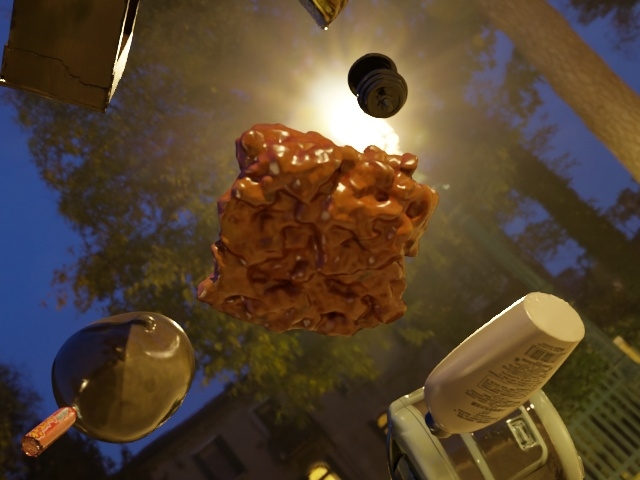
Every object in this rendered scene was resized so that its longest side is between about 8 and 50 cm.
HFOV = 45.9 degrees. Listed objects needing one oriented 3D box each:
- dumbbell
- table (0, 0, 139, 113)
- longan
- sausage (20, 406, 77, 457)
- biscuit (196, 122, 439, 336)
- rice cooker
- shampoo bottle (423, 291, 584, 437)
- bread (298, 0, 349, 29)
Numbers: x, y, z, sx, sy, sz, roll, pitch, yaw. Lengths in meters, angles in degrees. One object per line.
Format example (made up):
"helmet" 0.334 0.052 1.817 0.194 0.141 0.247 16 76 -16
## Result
"dumbbell" 0.106 -0.290 1.413 0.099 0.209 0.099 -5 -56 -7
"table" -0.430 -0.421 1.342 0.196 0.251 0.282 15 -60 -13
"longan" -0.486 0.334 1.884 0.361 0.361 0.361 -36 -25 -19
"sausage" -0.500 0.351 1.420 0.050 0.048 0.145 -36 2 22
"biscuit" 0.000 0.000 1.083 0.317 0.111 0.312 10 -59 -13
"rice cooker" 0.297 0.428 1.470 0.325 0.335 0.335 -24 -27 -8
"shampoo bottle" 0.203 0.163 0.903 0.127 0.078 0.257 14 -47 -21
"bread" 0.005 -0.355 1.051 0.083 0.157 0.094 41 -89 -25
